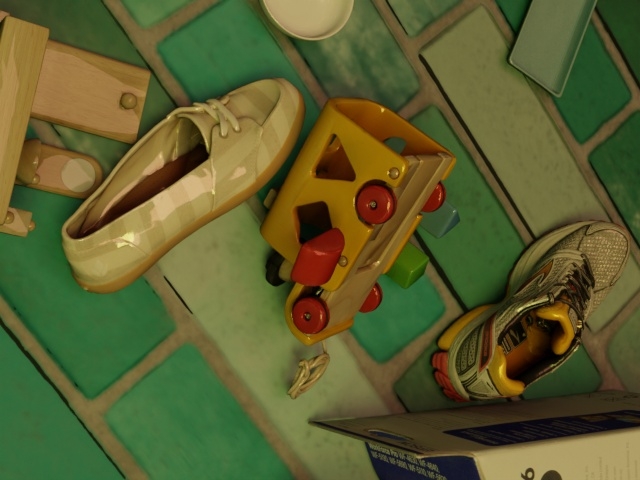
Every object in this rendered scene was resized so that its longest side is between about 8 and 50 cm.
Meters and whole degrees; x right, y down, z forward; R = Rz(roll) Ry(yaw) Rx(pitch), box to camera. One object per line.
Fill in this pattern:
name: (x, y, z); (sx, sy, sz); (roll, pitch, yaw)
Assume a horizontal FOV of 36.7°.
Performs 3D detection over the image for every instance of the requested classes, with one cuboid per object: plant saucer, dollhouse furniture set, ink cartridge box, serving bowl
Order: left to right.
dollhouse furniture set: (-0.162, -0.069, 0.620); (0.123, 0.151, 0.144); (14, 84, -26)
serving bowl: (-0.015, -0.198, 0.770); (0.083, 0.027, 0.083); (1, 88, -27)
ink cartridge box: (0.171, 0.170, 0.776); (0.333, 0.165, 0.065); (0, 89, -27)
plant saucer: (0.228, -0.230, 0.903); (0.067, 0.018, 0.192); (29, 74, -23)

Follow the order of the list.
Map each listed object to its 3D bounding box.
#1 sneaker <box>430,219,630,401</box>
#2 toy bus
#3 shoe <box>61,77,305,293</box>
sneaker: (0.202, 0.064, 0.836); (0.225, 0.093, 0.088); (-42, 106, -23)
toy bus: (0.008, -0.010, 0.727); (0.104, 0.191, 0.202); (39, 69, 21)
shoe: (-0.095, -0.051, 0.689); (0.219, 0.076, 0.058); (-45, 144, -19)
